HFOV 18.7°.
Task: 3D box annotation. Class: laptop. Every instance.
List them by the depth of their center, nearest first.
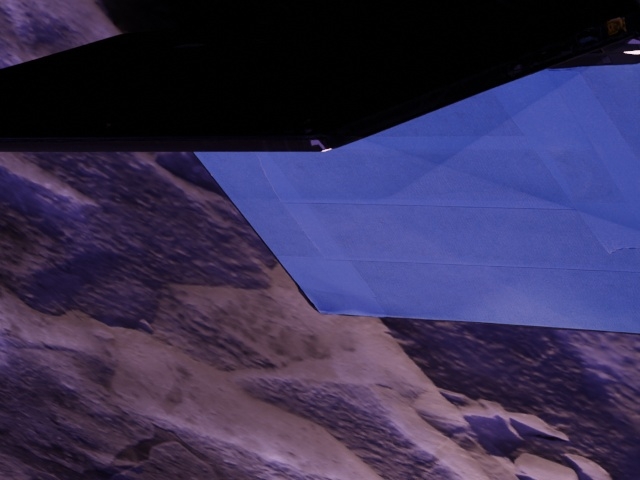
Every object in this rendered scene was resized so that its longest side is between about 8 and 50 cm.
[{"bbox_3d":[0.000,0.000,1.092,0.382,0.408,0.236,1,107,40],"label":"laptop"}]
